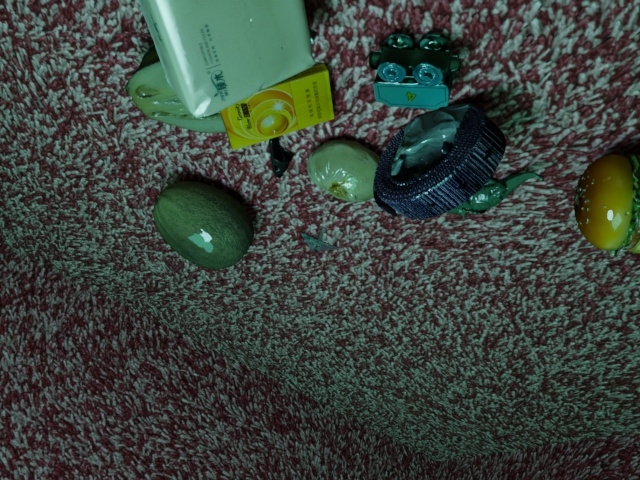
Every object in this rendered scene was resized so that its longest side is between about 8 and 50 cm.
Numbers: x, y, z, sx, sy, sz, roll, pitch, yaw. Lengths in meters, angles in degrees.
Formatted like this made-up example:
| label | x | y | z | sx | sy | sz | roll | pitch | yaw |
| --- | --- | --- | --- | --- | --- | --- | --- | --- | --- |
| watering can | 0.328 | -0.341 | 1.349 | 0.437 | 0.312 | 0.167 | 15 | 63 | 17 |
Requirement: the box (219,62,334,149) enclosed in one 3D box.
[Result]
| label | x | y | z | sx | sy | sz | roll | pitch | yaw |
| --- | --- | --- | --- | --- | --- | --- | --- | --- | --- |
| box | -0.104 | -0.318 | 1.446 | 0.269 | 0.043 | 0.152 | -19 | 141 | -5 |

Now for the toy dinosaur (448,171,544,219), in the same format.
| label | x | y | z | sx | sy | sz | roll | pitch | yaw |
| --- | --- | --- | --- | --- | --- | --- | --- | --- | --- |
| toy dinosaur | 0.427 | -0.132 | 1.551 | 0.120 | 0.079 | 0.292 | 23 | 149 | -16 |

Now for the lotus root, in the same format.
| label | x | y | z | sx | sy | sz | roll | pitch | yaw |
| --- | --- | --- | --- | --- | --- | --- | --- | --- | --- |
| lotus root | -0.328 | -0.385 | 1.487 | 0.260 | 0.149 | 0.267 | -4 | 148 | 28 |

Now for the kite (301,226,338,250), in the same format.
| label | x | y | z | sx | sy | sz | roll | pitch | yaw |
| --- | --- | --- | --- | --- | --- | --- | --- | --- | --- |
| kite | 0.000 | 0.001 | 1.995 | 0.137 | 0.005 | 0.152 | 23 | 145 | -11 |

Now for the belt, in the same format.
| label | x | y | z | sx | sy | sz | roll | pitch | yaw |
| --- | --- | --- | --- | --- | --- | --- | --- | --- | --- |
| belt | 0.264 | -0.184 | 1.390 | 0.122 | 0.260 | 0.325 | 33 | 143 | -29 |

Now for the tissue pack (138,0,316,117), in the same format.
| label | x | y | z | sx | sy | sz | roll | pitch | yaw |
| --- | --- | --- | --- | --- | --- | --- | --- | --- | --- |
| tissue pack | -0.191 | -0.468 | 1.145 | 0.207 | 0.297 | 0.380 | 51 | 164 | 39 |

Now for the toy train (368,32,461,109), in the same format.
| label | x | y | z | sx | sy | sz | roll | pitch | yaw |
| --- | --- | --- | --- | --- | --- | --- | --- | --- | --- |
| toy train | 0.205 | -0.362 | 1.310 | 0.198 | 0.107 | 0.154 | 8 | 152 | 16 |

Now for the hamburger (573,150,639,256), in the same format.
| label | x | y | z | sx | sy | sz | roll | pitch | yaw |
| --- | --- | --- | --- | --- | --- | --- | --- | --- | --- |
| hamburger | 0.665 | -0.082 | 1.365 | 0.170 | 0.246 | 0.246 | 4 | 144 | 6 |

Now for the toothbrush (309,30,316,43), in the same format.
| label | x | y | z | sx | sy | sz | roll | pitch | yaw |
| --- | --- | --- | --- | --- | --- | --- | --- | --- | --- |
| toothbrush | -0.144 | -0.505 | 1.343 | 0.288 | 0.024 | 0.021 | 23 | 143 | -3 |

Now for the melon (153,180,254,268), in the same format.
| label | x | y | z | sx | sy | sz | roll | pitch | yaw |
| --- | --- | --- | --- | --- | --- | --- | --- | --- | --- |
| melon | -0.363 | -0.050 | 1.887 | 0.329 | 0.248 | 0.248 | 32 | 144 | -14 |

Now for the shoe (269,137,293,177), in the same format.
| label | x | y | z | sx | sy | sz | roll | pitch | yaw |
| --- | --- | --- | --- | --- | --- | --- | --- | --- | --- |
| shoe | -0.106 | -0.234 | 1.671 | 0.053 | 0.062 | 0.159 | 5 | 140 | 14 |

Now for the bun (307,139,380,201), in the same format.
| label | x | y | z | sx | sy | sz | roll | pitch | yaw |
| --- | --- | --- | --- | --- | --- | --- | --- | --- | --- |
| bun | 0.066 | -0.169 | 1.619 | 0.223 | 0.127 | 0.222 | 10 | 146 | 7 |
